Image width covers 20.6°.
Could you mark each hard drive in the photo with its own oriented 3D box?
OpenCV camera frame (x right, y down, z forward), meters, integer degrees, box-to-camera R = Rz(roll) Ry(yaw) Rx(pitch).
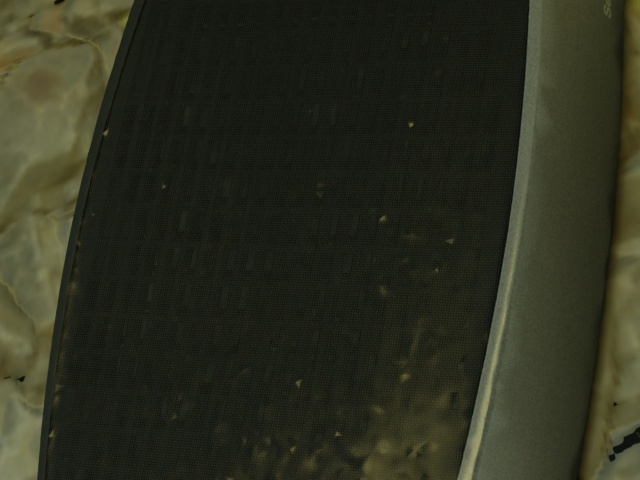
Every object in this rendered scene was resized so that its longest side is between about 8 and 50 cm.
[{"bbox_3d":[0.000,0.000,0.542,0.172,0.054,0.255,2,70,24],"label":"hard drive"}]
